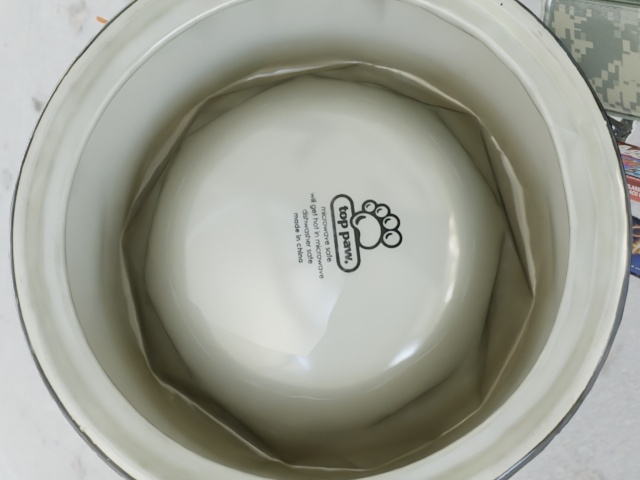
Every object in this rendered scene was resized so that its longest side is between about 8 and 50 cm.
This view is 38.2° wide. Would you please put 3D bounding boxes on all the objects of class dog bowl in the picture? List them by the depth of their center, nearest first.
[{"bbox_3d":[0.000,0.000,0.669,0.408,0.150,0.408,-1,77,4],"label":"dog bowl"}]

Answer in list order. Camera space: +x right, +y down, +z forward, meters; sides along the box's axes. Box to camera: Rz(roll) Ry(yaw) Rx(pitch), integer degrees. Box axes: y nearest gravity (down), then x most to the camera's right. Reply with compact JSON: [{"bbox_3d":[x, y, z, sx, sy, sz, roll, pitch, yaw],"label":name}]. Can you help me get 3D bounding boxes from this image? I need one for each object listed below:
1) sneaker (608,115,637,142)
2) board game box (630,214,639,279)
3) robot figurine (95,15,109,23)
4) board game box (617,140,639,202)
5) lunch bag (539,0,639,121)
[{"bbox_3d":[0.467,-0.244,1.330,0.078,0.106,0.234,34,133,12],"label":"sneaker"},{"bbox_3d":[0.334,0.046,0.753,0.165,0.243,0.042,30,98,35],"label":"board game box"},{"bbox_3d":[-0.153,-0.197,1.061,0.128,0.219,0.158,-42,50,7],"label":"robot figurine"},{"bbox_3d":[0.404,-0.068,1.069,0.281,0.145,0.027,27,119,47],"label":"board game box"},{"bbox_3d":[0.312,-0.240,0.682,0.212,0.305,0.256,26,128,42],"label":"lunch bag"}]
